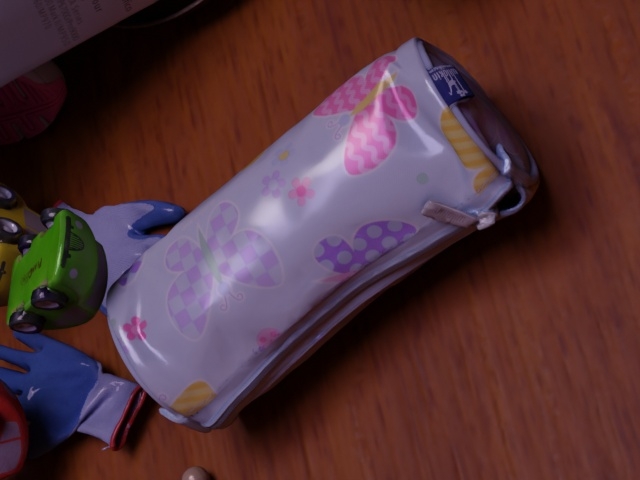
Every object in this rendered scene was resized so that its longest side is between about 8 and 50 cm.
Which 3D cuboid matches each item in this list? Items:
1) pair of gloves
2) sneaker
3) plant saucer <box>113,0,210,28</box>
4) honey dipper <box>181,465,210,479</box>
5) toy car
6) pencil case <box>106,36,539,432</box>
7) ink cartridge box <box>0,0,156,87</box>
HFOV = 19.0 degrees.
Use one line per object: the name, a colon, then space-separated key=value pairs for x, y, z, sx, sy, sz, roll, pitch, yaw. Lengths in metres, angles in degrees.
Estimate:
pair of gloves: x=-0.158 y=0.061 z=1.295 sx=0.159 sy=0.023 sz=0.198 roll=15 pitch=79 yaw=41
sneaker: x=-0.284 y=-0.157 z=1.424 sx=0.252 sy=0.103 sz=0.111 roll=22 pitch=57 yaw=24
plant saucer: x=-0.100 y=-0.236 z=1.369 sx=0.198 sy=0.036 sz=0.199 roll=-14 pitch=64 yaw=30
honey dipper: x=-0.132 y=0.195 z=1.214 sx=0.160 sy=0.030 sz=0.030 roll=-42 pitch=52 yaw=12
toy car: x=-0.183 y=0.046 z=1.223 sx=0.225 sy=0.053 sz=0.239 roll=-37 pitch=45 yaw=55
pencil case: x=0.000 y=0.000 z=1.148 sx=0.273 sy=0.113 sz=0.124 roll=-37 pitch=69 yaw=18
ink cartridge box: x=-0.145 y=-0.312 z=1.352 sx=0.385 sy=0.091 sz=0.308 roll=-29 pitch=57 yaw=-11
